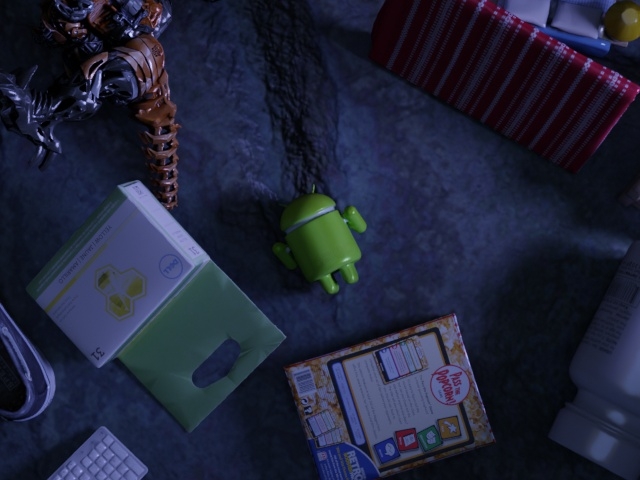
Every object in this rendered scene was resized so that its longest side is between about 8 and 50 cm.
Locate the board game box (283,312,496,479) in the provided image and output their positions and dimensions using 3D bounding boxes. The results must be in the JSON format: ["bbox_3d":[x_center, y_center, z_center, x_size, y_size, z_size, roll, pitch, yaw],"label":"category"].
[{"bbox_3d":[0.074,0.176,1.549,0.193,0.045,0.147,-17,85,2],"label":"board game box"}]

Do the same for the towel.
[{"bbox_3d":[0.181,-0.183,1.498,0.275,0.199,0.031,30,68,4],"label":"towel"}]

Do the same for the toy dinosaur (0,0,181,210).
[{"bbox_3d":[-0.241,-0.184,1.542,0.218,0.164,0.322,-30,82,-14],"label":"toy dinosaur"}]

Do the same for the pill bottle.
[{"bbox_3d":[0.333,0.127,1.497,0.131,0.131,0.229,27,88,4],"label":"pill bottle"}]

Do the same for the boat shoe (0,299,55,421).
[{"bbox_3d":[-0.406,0.074,1.550,0.108,0.102,0.301,-38,86,0],"label":"boat shoe"}]

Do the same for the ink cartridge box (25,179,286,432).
[{"bbox_3d":[-0.178,0.077,1.538,0.235,0.056,0.171,47,110,6],"label":"ink cartridge box"}]

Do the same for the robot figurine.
[{"bbox_3d":[0.000,0.000,1.553,0.101,0.067,0.115,-28,85,9],"label":"robot figurine"}]

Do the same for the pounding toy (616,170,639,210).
[{"bbox_3d":[0.400,-0.140,1.513,0.155,0.154,0.269,40,108,4],"label":"pounding toy"}]

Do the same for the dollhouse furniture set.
[{"bbox_3d":[0.224,-0.372,1.502,0.303,0.198,0.286,16,87,3],"label":"dollhouse furniture set"}]

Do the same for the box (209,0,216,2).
[{"bbox_3d":[-0.073,-0.329,1.598,0.137,0.027,0.094,-17,87,2],"label":"box"}]

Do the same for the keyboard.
[{"bbox_3d":[-0.297,0.312,1.532,0.072,0.014,0.256,41,69,10],"label":"keyboard"}]
